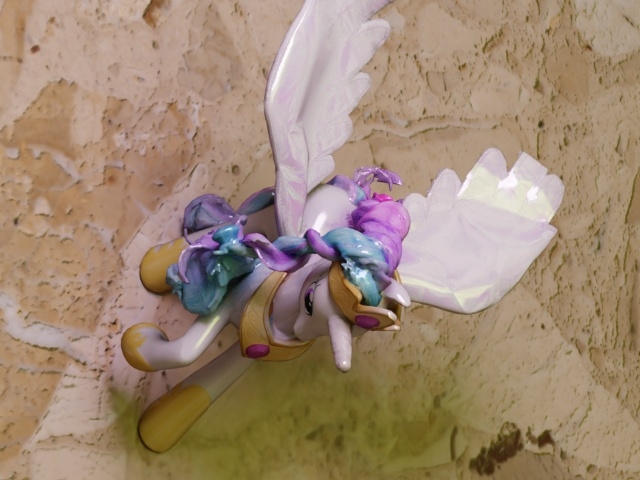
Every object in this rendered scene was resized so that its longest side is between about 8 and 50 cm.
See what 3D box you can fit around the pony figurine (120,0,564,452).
[{"bbox_3d":[0.000,0.000,1.554,0.303,0.363,0.351,43,54,-19],"label":"pony figurine"}]
